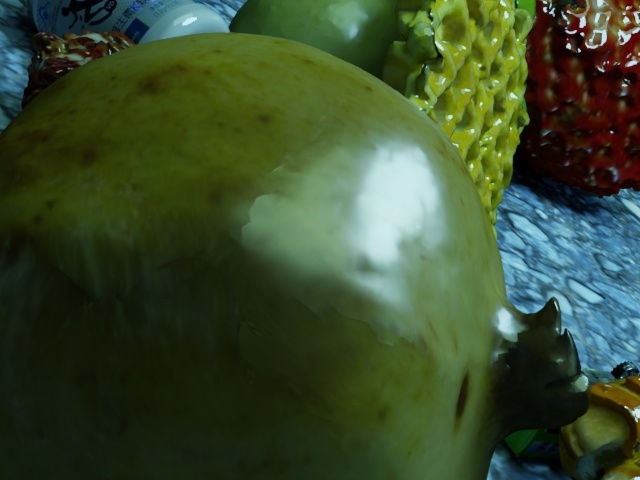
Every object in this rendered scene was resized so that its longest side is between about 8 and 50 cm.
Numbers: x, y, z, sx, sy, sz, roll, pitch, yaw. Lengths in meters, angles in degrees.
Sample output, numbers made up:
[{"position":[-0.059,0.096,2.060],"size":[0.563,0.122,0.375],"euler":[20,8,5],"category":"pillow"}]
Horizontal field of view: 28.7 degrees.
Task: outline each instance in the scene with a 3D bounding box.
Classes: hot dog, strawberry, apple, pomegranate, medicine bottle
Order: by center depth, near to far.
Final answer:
[{"position":[-0.050,0.046,0.580],"size":[0.307,0.307,0.307],"euler":[25,25,-13],"category":"pomegranate"},{"position":[0.309,0.166,0.888],"size":[0.348,0.117,0.158],"euler":[9,66,-40],"category":"hot dog"},{"position":[-0.175,-0.191,1.068],"size":[0.191,0.107,0.107],"euler":[38,24,25],"category":"medicine bottle"},{"position":[0.004,-0.154,1.116],"size":[0.200,0.200,0.200],"euler":[25,25,-13],"category":"apple"},{"position":[0.281,-0.203,1.396],"size":[0.343,0.292,0.292],"euler":[21,24,-48],"category":"strawberry"}]

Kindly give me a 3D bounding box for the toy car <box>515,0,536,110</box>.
[{"position":[0.090,-0.194,1.283],"size":[0.145,0.235,0.235],"euler":[-24,56,-36],"category":"toy car"}]

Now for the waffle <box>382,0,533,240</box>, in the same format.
[{"position":[0.120,-0.122,1.079],"size":[0.062,0.329,0.329],"euler":[7,15,24],"category":"waffle"}]

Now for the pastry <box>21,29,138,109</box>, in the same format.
[{"position":[-0.155,-0.076,0.899],"size":[0.115,0.097,0.208],"euler":[8,33,-23],"category":"pastry"}]

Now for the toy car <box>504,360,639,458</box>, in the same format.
[{"position":[0.198,0.129,0.946],"size":[0.165,0.062,0.071],"euler":[11,32,-37],"category":"toy car"}]
